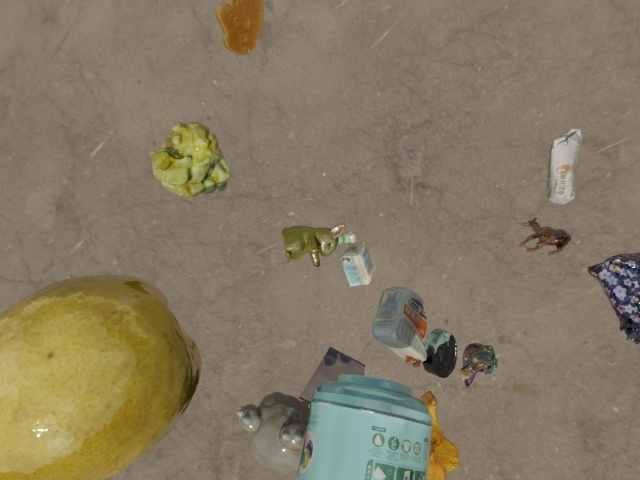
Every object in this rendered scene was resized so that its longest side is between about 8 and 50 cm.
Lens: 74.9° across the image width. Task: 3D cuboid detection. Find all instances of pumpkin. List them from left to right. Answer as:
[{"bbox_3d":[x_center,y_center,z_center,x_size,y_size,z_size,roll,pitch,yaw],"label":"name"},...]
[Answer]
[{"bbox_3d":[0.375,0.725,1.446,0.258,0.095,0.290,49,55,2],"label":"pumpkin"}]

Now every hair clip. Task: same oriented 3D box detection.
[{"bbox_3d":[0.495,0.398,1.357,0.096,0.358,0.110,-34,64,-5],"label":"hair clip"}]

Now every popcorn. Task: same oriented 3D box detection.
[{"bbox_3d":[-0.329,-0.198,1.038,0.186,0.187,0.167,-36,63,-26],"label":"popcorn"}]

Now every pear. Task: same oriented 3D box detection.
[{"bbox_3d":[-0.338,0.203,0.615,0.315,0.314,0.313,-2,84,17],"label":"pear"}]

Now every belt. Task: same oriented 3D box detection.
[{"bbox_3d":[0.499,0.471,1.759,0.078,0.151,0.198,4,87,59],"label":"belt"}]

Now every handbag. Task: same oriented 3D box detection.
[{"bbox_3d":[0.741,0.127,0.950,0.229,0.126,0.207,-3,61,-25],"label":"handbag"}]

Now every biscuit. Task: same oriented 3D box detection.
[{"bbox_3d":[-0.180,-0.487,0.918,0.023,0.118,0.139,38,115,34],"label":"biscuit"}]

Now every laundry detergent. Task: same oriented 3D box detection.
[{"bbox_3d":[0.100,0.474,0.936,0.288,0.287,0.304,4,65,18],"label":"laundry detergent"}]

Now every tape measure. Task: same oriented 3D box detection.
[{"bbox_3d":[0.319,0.325,1.632,0.130,0.258,0.264,-12,50,42],"label":"tape measure"}]

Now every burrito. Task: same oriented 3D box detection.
[{"bbox_3d":[0.520,-0.153,0.895,0.064,0.203,0.064,-14,47,15],"label":"burrito"}]

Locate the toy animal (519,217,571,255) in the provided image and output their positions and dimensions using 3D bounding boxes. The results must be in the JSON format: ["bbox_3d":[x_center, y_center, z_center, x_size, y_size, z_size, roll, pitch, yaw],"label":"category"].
[{"bbox_3d":[0.777,-0.020,1.476,0.224,0.230,0.066,6,121,57],"label":"toy animal"}]

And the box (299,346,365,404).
[{"bbox_3d":[0.057,0.624,1.815,0.189,0.153,0.252,24,68,20],"label":"box"}]

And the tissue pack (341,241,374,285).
[{"bbox_3d":[0.096,0.060,1.077,0.059,0.074,0.094,-7,119,27],"label":"tissue pack"}]

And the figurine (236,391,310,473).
[{"bbox_3d":[-0.083,0.587,1.263,0.249,0.380,0.203,12,67,30],"label":"figurine"}]

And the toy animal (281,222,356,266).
[{"bbox_3d":[-0.007,0.017,1.986,0.364,0.181,0.180,0,69,3],"label":"toy animal"}]
